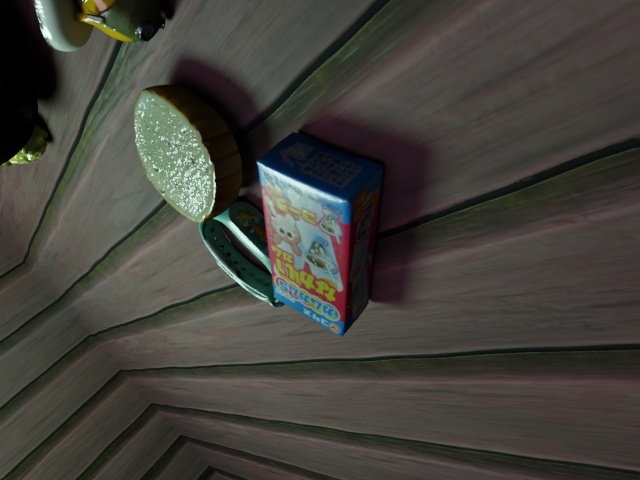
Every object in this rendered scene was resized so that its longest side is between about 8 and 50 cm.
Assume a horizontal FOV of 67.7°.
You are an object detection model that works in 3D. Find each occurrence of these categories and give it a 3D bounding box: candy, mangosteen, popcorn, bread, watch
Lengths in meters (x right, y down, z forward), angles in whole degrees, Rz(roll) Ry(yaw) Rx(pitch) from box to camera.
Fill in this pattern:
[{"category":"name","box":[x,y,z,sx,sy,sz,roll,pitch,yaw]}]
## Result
[{"category":"candy","box":[-0.001,0.001,0.750,0.157,0.100,0.306,26,141,23]},{"category":"mangosteen","box":[-0.825,-0.313,0.978,0.382,0.434,0.383,166,90,-86]},{"category":"popcorn","box":[-0.782,-0.257,1.231,0.141,0.135,0.163,28,102,-3]},{"category":"bread","box":[-0.229,-0.148,0.817,0.236,0.070,0.236,25,131,32]},{"category":"watch","box":[-0.139,0.026,0.936,0.237,0.068,0.195,42,145,5]}]

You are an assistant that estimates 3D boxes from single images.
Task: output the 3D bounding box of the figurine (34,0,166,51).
[{"category":"figurine","box":[-0.289,-0.372,0.652,0.140,0.167,0.250,16,127,0]}]
